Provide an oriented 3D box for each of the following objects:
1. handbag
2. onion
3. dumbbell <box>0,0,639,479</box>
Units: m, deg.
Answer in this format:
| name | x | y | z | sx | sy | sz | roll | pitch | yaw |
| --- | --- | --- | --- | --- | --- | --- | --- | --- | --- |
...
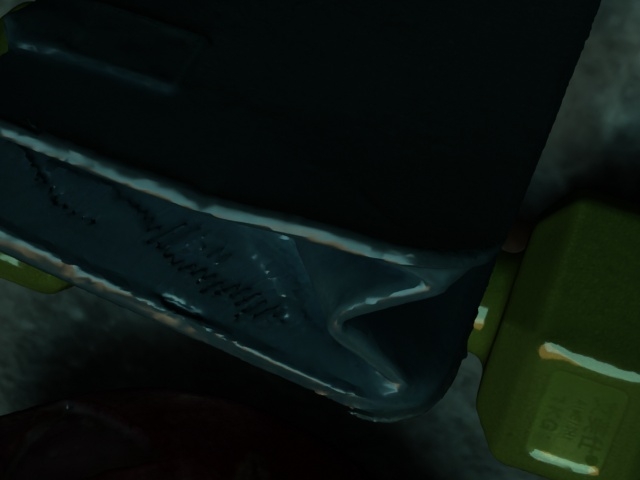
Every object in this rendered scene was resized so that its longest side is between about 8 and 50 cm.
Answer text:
| name | x | y | z | sx | sy | sz | roll | pitch | yaw |
| --- | --- | --- | --- | --- | --- | --- | --- | --- | --- |
| handbag | -0.008 | -0.062 | 0.558 | 0.179 | 0.229 | 0.062 | 23 | 131 | 5 |
| onion | -0.049 | 0.189 | 0.755 | 0.230 | 0.272 | 0.256 | -3 | 131 | -8 |
| dumbbell | 0.000 | 0.000 | 0.670 | 0.302 | 0.108 | 0.121 | 21 | 127 | 7 |
